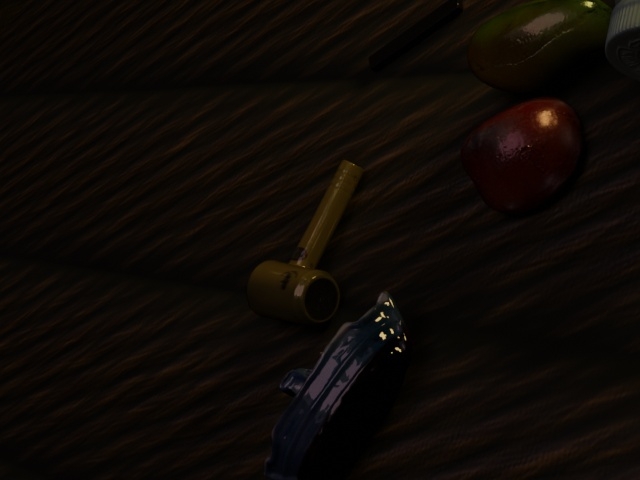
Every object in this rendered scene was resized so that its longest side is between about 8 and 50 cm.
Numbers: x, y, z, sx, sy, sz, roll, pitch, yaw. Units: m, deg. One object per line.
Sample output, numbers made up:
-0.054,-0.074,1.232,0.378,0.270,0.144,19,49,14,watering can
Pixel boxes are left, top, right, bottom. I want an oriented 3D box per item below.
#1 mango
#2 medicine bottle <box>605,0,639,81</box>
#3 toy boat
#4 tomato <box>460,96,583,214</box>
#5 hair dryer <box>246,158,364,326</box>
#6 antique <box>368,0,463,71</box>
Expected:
0.306,-0.272,1.831,0.233,0.111,0.125,-6,93,37,mango
0.468,-0.367,1.664,0.158,0.158,0.318,-5,62,48,medicine bottle
0.016,0.206,1.824,0.142,0.129,0.309,36,93,39,toy boat
0.262,-0.134,1.794,0.173,0.099,0.189,-41,39,26,tomato
0.000,0.000,2.034,0.135,0.090,0.278,7,65,52,hair dryer
0.153,-0.333,2.129,0.192,0.015,0.031,-32,46,33,antique
